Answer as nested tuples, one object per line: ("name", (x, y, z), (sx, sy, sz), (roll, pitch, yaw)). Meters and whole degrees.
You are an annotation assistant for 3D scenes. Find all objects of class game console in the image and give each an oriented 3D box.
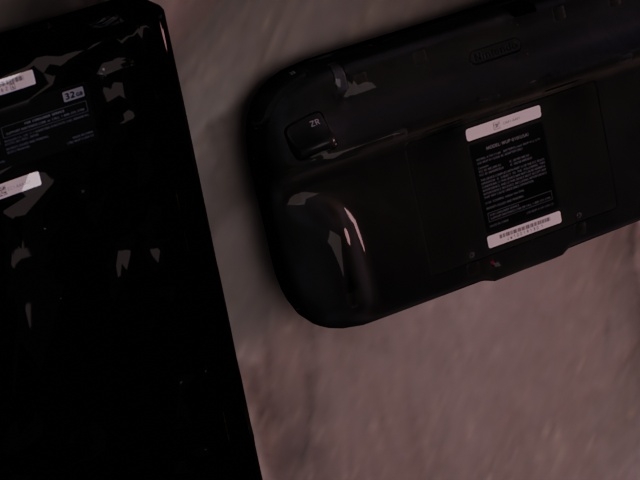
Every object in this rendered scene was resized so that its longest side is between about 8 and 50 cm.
("game console", (0.000, 0.000, 0.649), (0.361, 0.044, 0.213), (-19, 116, -21))
